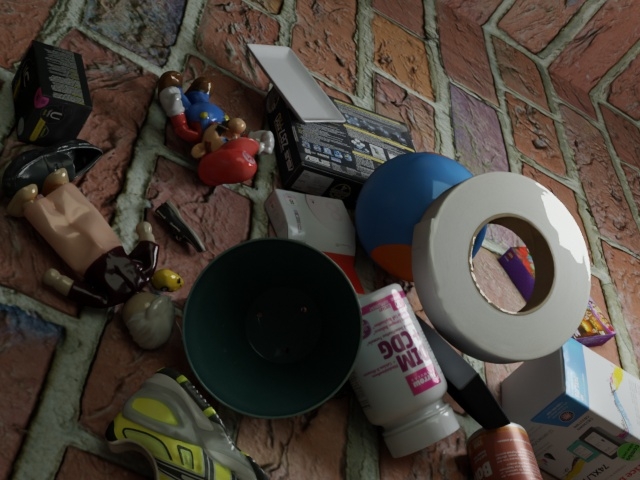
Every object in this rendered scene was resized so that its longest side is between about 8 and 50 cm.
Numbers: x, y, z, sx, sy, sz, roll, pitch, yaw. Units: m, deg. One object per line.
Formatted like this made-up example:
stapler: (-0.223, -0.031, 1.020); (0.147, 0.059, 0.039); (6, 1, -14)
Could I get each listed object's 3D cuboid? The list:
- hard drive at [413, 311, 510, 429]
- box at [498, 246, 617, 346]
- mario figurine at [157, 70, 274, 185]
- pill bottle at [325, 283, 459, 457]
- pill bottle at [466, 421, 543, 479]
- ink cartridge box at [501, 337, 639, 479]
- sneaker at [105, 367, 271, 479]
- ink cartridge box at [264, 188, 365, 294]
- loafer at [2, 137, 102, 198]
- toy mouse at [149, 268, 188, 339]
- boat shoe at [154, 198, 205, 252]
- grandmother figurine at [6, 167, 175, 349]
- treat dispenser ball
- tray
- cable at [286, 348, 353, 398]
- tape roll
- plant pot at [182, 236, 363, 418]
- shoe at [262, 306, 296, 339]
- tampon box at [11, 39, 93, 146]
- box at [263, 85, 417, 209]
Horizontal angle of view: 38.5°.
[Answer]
hard drive: (0.253, 0.253, 1.767); (0.172, 0.054, 0.255); (55, -5, -31)
box: (0.606, 0.142, 2.346); (0.201, 0.057, 0.293); (0, 50, -44)
mario figurine: (-0.216, -0.254, 1.923); (0.198, 0.170, 0.320); (-25, 55, -16)
pill bottle: (0.131, 0.235, 1.661); (0.160, 0.160, 0.283); (-17, 79, -51)
pill bottle: (0.351, 0.455, 1.691); (0.121, 0.121, 0.216); (19, 39, -27)
ink cartridge box: (0.544, 0.368, 1.903); (0.270, 0.198, 0.197); (31, 34, -11)
sneaker: (-0.155, 0.370, 1.328); (0.147, 0.145, 0.384); (-38, 75, -21)
ink cartridge box: (0.000, 0.000, 1.946); (0.189, 0.066, 0.232); (8, 41, -38)
loafer: (-0.471, -0.130, 1.618); (0.078, 0.076, 0.223); (4, 24, 23)
toy mouse: (-0.249, 0.108, 1.606); (0.161, 0.031, 0.143); (14, 41, -32)
boat shoe: (-0.265, -0.021, 1.735); (0.125, 0.038, 0.046); (51, -6, 8)
grandmother figurine: (-0.360, 0.036, 1.534); (0.208, 0.104, 0.342); (-36, 80, -23)
treat dispenser ball: (0.219, -0.051, 1.999); (0.288, 0.288, 0.288); (25, 37, -20)
tray: (-0.064, -0.365, 2.170); (0.145, 0.030, 0.270); (-8, 54, -44)
cable: (0.008, 0.228, 1.707); (0.150, 0.047, 0.184); (41, 37, -12)
tape roll: (0.366, 0.053, 1.838); (0.392, 0.072, 0.392); (5, 76, -23)
plant pot: (-0.073, 0.146, 1.557); (0.290, 0.290, 0.195); (43, -1, 5)
shoe: (-0.081, 0.102, 1.732); (0.058, 0.076, 0.219); (2, 47, -35)
tampon box: (-0.506, -0.270, 1.720); (0.101, 0.120, 0.161); (11, 43, -36)
box: (0.071, -0.211, 2.217); (0.395, 0.097, 0.318); (15, 43, -30)
